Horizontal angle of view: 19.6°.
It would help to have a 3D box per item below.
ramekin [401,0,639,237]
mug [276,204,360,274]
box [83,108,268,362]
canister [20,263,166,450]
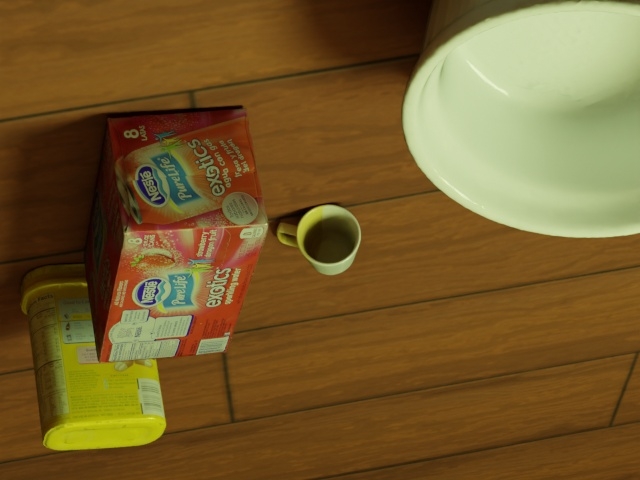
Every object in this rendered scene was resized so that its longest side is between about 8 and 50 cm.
[{"bbox_3d":[0.208,-0.136,1.452,0.277,0.135,0.277,6,143,4],"label":"ramekin"},{"bbox_3d":[0.004,-0.001,1.805,0.062,0.078,0.064,-43,164,-10],"label":"mug"},{"bbox_3d":[-0.136,0.000,1.663,0.128,0.122,0.257,-5,152,-15],"label":"box"},{"bbox_3d":[-0.220,0.113,1.794,0.126,0.170,0.073,-1,151,-19],"label":"canister"}]
